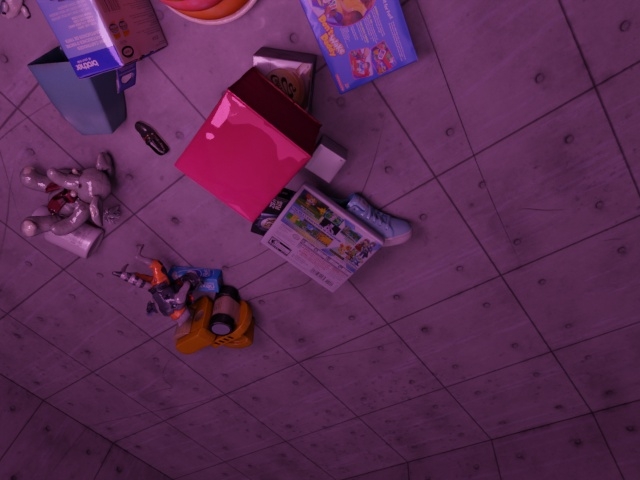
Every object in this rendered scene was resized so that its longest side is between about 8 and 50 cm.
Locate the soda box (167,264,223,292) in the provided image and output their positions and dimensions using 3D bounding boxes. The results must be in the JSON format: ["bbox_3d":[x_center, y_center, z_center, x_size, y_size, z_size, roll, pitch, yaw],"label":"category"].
[{"bbox_3d":[-0.513,0.157,1.727,0.210,0.067,0.071,5,125,3],"label":"soda box"}]

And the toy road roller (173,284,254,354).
[{"bbox_3d":[-0.429,0.368,1.790,0.330,0.202,0.240,-27,128,21],"label":"toy road roller"}]

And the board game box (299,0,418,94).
[{"bbox_3d":[0.091,-0.602,1.117,0.234,0.078,0.347,-18,121,18],"label":"board game box"}]

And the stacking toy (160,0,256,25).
[{"bbox_3d":[-0.320,-0.626,0.906,0.351,0.479,0.350,4,125,5],"label":"stacking toy"}]

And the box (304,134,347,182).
[{"bbox_3d":[0.019,-0.262,1.357,0.102,0.087,0.101,31,123,-14],"label":"box"}]

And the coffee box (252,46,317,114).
[{"bbox_3d":[-0.112,-0.398,1.259,0.168,0.118,0.297,9,125,1],"label":"coffee box"}]

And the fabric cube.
[{"bbox_3d":[-0.181,-0.260,1.136,0.254,0.259,0.258,36,120,-15],"label":"fabric cube"}]

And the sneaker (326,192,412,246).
[{"bbox_3d":[0.142,-0.079,1.442,0.367,0.135,0.150,7,128,1],"label":"sneaker"}]

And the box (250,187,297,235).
[{"bbox_3d":[-0.153,-0.096,1.500,0.148,0.077,0.180,20,125,-6],"label":"box"}]

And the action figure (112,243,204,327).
[{"bbox_3d":[-0.644,0.213,1.642,0.341,0.178,0.330,-39,101,27],"label":"action figure"}]

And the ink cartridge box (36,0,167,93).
[{"bbox_3d":[-0.563,-0.596,1.085,0.151,0.270,0.395,-9,123,15],"label":"ink cartridge box"}]

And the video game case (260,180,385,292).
[{"bbox_3d":[0.000,0.000,1.445,0.329,0.036,0.300,36,125,-7],"label":"video game case"}]

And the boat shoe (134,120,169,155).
[{"bbox_3d":[-0.564,-0.340,1.404,0.049,0.042,0.133,-31,114,27],"label":"boat shoe"}]

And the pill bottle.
[{"bbox_3d":[-0.969,-0.036,1.610,0.229,0.131,0.131,29,123,-13],"label":"pill bottle"}]

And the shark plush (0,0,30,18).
[{"bbox_3d":[-0.879,-0.704,1.184,0.067,0.073,0.161,37,132,18],"label":"shark plush"}]

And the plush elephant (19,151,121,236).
[{"bbox_3d":[-0.827,-0.163,1.432,0.330,0.271,0.255,10,146,-35],"label":"plush elephant"}]

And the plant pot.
[{"bbox_3d":[-0.702,-0.449,1.278,0.166,0.165,0.234,-2,132,8],"label":"plant pot"}]
